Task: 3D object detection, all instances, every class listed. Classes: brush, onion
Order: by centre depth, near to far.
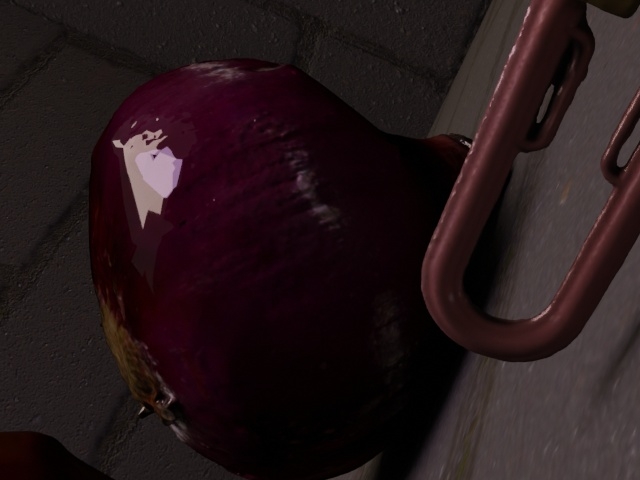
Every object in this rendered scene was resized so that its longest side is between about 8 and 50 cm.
[{"bbox_3d":[0.097,-0.058,0.320,0.047,0.103,0.233,-61,-7,-63],"label":"brush"},{"bbox_3d":[0.000,0.000,0.817,0.385,0.348,0.348,-28,-17,-21],"label":"onion"}]

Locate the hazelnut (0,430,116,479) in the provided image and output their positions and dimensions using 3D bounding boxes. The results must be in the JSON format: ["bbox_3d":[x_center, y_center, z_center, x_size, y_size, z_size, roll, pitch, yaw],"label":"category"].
[{"bbox_3d":[-0.224,0.322,0.577,0.420,0.353,0.421,-25,-29,-15],"label":"hazelnut"}]
